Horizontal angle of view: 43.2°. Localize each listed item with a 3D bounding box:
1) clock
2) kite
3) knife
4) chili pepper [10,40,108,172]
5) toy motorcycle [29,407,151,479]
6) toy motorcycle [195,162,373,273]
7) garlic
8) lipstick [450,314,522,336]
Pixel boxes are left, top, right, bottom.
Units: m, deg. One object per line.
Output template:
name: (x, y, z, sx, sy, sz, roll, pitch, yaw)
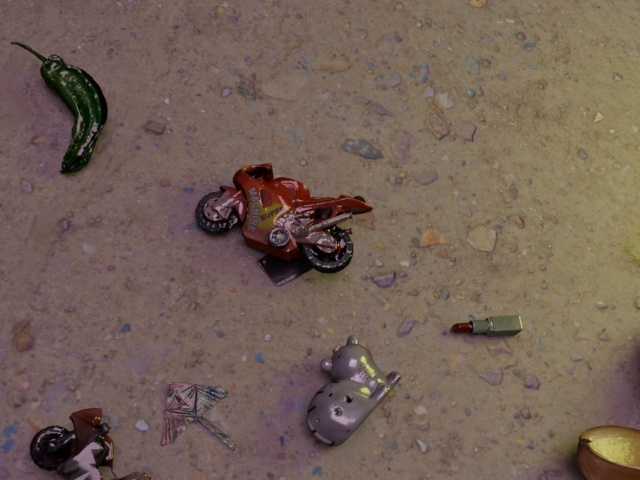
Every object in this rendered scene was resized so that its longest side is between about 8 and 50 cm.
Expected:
clock: (0.036, 0.246, 1.323, 0.117, 0.080, 0.176, 41, 62, 10)
kite: (-0.197, 0.286, 1.295, 0.137, 0.005, 0.152, -37, 76, -23)
knife: (0.000, 0.000, 1.481, 0.245, 0.019, 0.072, -35, 77, -22)
chili pepper: (-0.463, -0.256, 1.485, 0.122, 0.065, 0.279, -19, 73, -24)
toy motorcycle: (-0.321, 0.332, 1.202, 0.212, 0.084, 0.118, 38, 60, 0)
toy motorcycle: (-0.069, -0.049, 1.438, 0.298, 0.089, 0.171, 19, 63, 8)
garlic: (0.504, 0.374, 1.344, 0.207, 0.128, 0.115, 13, 105, -2)
lipstick: (0.297, 0.155, 1.454, 0.129, 0.030, 0.030, -2, 64, -13)
